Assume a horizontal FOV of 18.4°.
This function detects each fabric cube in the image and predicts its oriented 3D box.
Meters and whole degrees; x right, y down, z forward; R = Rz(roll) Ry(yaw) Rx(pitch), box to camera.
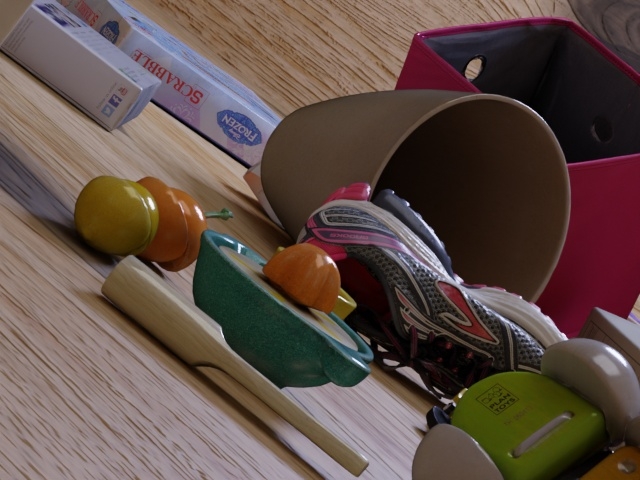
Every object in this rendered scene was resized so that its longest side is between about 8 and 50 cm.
[{"bbox_3d":[0.222,-0.064,2.162,0.254,0.258,0.259,-11,44,-39],"label":"fabric cube"}]

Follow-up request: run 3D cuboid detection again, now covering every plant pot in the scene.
[{"bbox_3d":[0.066,-0.048,1.983,0.256,0.256,0.274,33,-5,-37],"label":"plant pot"}]

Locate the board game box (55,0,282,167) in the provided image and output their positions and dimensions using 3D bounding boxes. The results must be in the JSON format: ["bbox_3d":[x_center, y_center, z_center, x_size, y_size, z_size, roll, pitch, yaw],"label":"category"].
[{"bbox_3d":[-0.177,-0.208,2.577,0.318,0.066,0.318,34,6,-26],"label":"board game box"}]

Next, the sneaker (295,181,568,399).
[{"bbox_3d":[0.098,0.084,1.699,0.299,0.121,0.112,38,34,2],"label":"sneaker"}]

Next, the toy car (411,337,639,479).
[{"bbox_3d":[0.155,0.163,1.227,0.182,0.159,0.136,40,-29,33],"label":"toy car"}]

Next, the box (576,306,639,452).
[{"bbox_3d":[0.338,0.189,1.991,0.121,0.148,0.311,24,10,-15],"label":"box"}]

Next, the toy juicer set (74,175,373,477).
[{"bbox_3d":[-0.055,0.020,1.242,0.209,0.089,0.329,36,6,-11],"label":"toy juicer set"}]

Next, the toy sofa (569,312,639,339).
[{"bbox_3d":[0.365,0.170,2.408,0.362,0.150,0.177,40,7,34],"label":"toy sofa"}]

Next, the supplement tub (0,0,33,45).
[{"bbox_3d":[-0.342,-0.334,1.638,0.325,0.235,0.235,36,5,-11],"label":"supplement tub"}]

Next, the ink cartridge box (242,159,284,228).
[{"bbox_3d":[0.000,0.000,2.180,0.179,0.045,0.145,59,13,22],"label":"ink cartridge box"}]

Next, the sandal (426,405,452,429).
[{"bbox_3d":[0.141,0.173,1.471,0.067,0.040,0.179,33,7,-41],"label":"sandal"}]

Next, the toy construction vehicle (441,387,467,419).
[{"bbox_3d":[0.142,0.146,1.537,0.086,0.035,0.098,49,-31,2],"label":"toy construction vehicle"}]

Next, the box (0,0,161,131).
[{"bbox_3d":[-0.308,-0.229,1.956,0.322,0.058,0.232,38,5,-3],"label":"box"}]
